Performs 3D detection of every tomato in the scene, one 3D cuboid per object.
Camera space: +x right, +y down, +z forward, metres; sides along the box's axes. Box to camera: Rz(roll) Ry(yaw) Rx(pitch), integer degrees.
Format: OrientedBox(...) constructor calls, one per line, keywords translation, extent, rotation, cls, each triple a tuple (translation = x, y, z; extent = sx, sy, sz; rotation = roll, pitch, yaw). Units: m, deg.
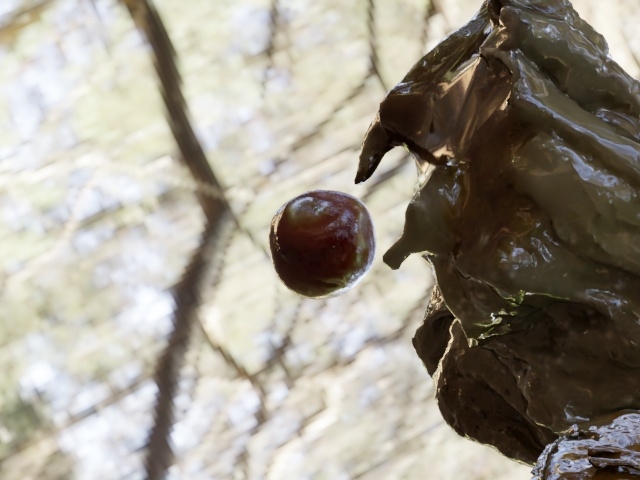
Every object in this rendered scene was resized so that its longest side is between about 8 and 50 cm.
OrientedBox(translation=(0.000, 0.000, 1.482), extent=(0.087, 0.087, 0.075), rotation=(49, -2, 35), cls="tomato")

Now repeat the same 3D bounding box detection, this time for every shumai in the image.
OrientedBox(translation=(0.167, -0.031, 1.070), extent=(0.314, 0.267, 0.262), rotation=(12, -40, 39), cls="shumai")

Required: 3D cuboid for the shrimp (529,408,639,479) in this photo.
OrientedBox(translation=(0.124, 0.115, 0.563), extent=(0.154, 0.062, 0.294), rotation=(27, 16, 7), cls="shrimp")
